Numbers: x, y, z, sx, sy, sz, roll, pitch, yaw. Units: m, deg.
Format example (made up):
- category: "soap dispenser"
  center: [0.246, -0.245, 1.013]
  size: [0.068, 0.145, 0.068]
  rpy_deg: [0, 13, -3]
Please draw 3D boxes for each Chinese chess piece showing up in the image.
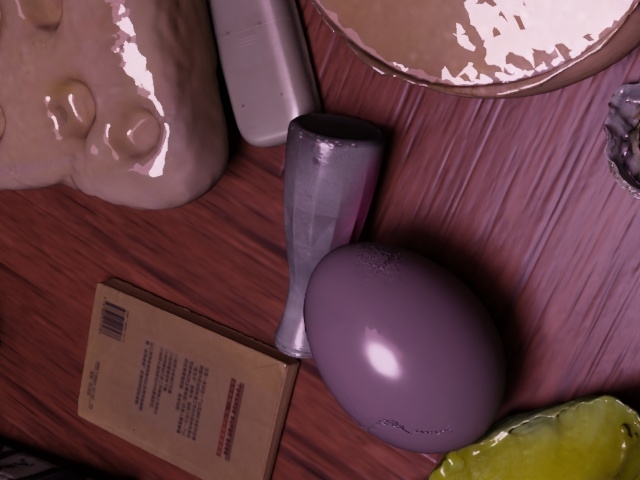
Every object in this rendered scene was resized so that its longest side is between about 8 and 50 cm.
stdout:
- category: "Chinese chess piece"
  center: [0.126, -0.272, 0.904]
  size: [0.338, 0.140, 0.338]
  rpy_deg: [9, 111, 25]

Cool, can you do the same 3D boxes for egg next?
- category: "egg"
  center: [0.069, 0.088, 1.023]
  size: [0.199, 0.146, 0.146]
  rpy_deg: [47, 118, 6]

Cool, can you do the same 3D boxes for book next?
- category: "book"
  center: [-0.139, 0.148, 1.223]
  size: [0.230, 0.026, 0.161]
  rpy_deg: [22, 111, 24]

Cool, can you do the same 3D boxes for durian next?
- category: "durian"
  center: [0.178, 0.216, 1.023]
  size: [0.250, 0.101, 0.139]
  rpy_deg: [-39, 47, 29]

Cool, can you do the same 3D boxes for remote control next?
- category: "remote control"
  center: [-0.071, -0.237, 1.101]
  size: [0.090, 0.038, 0.310]
  rpy_deg: [-13, 94, 30]

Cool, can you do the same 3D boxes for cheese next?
- category: "cheese"
  center: [-0.249, -0.207, 1.139]
  size: [0.351, 0.129, 0.329]
  rpy_deg: [8, 108, 32]

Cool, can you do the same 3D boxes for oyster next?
- category: "oyster"
  center: [0.268, -0.072, 0.956]
  size: [0.098, 0.037, 0.100]
  rpy_deg: [12, 85, 8]

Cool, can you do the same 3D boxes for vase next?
- category: "vase"
  center: [0.000, 0.000, 1.088]
  size: [0.086, 0.086, 0.214]
  rpy_deg: [19, 113, 25]

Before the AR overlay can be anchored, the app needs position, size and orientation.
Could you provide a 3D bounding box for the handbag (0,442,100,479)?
- category: "handbag"
  center: [-0.396, 0.375, 1.333]
  size: [0.416, 0.180, 0.317]
  rpy_deg: [10, 108, 34]
